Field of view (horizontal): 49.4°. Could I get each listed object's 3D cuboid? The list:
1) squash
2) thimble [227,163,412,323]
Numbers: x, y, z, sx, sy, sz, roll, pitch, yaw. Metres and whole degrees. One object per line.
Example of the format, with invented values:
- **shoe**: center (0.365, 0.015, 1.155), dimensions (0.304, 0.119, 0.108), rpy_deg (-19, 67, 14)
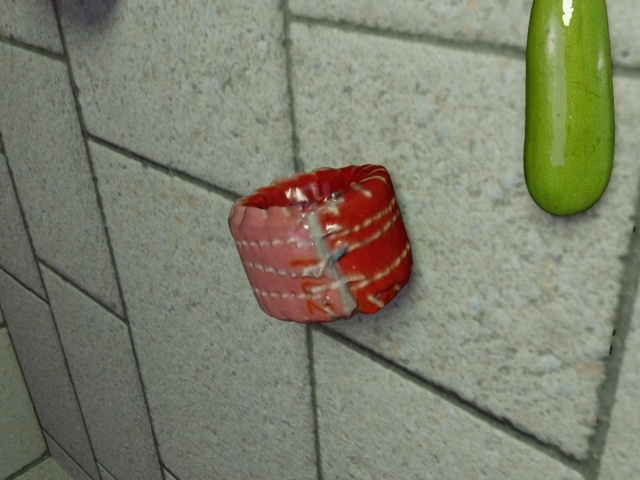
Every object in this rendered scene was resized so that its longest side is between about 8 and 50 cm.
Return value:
- **squash**: center (0.185, -0.113, 0.517), dimensions (0.066, 0.066, 0.201), rpy_deg (14, 117, 43)
- **thimble**: center (0.000, -0.002, 0.713), dimensions (0.189, 0.163, 0.125), rpy_deg (13, 123, 60)
